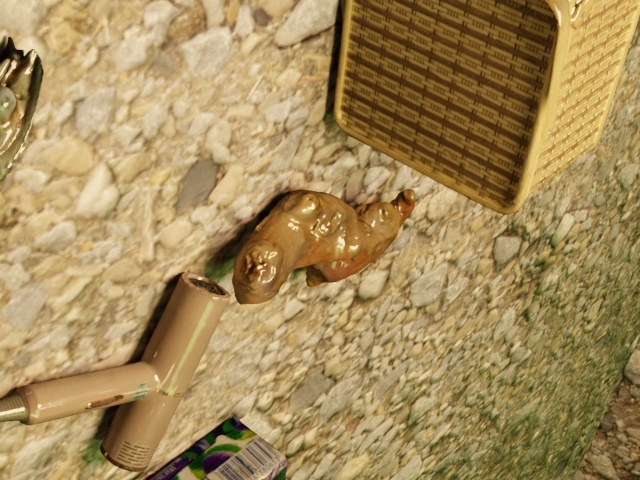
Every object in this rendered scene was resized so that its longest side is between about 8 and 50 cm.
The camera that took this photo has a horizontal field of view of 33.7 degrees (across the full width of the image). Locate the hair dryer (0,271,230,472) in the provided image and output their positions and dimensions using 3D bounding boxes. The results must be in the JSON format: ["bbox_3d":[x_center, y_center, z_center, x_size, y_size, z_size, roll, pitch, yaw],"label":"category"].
[{"bbox_3d":[-0.197,0.113,0.935,0.220,0.054,0.195,14,106,-52],"label":"hair dryer"}]

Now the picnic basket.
[{"bbox_3d":[0.148,-0.213,0.938,0.175,0.228,0.312,-34,145,-39],"label":"picnic basket"}]

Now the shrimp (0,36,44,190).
[{"bbox_3d":[-0.262,0.015,0.725,0.316,0.062,0.164,-62,170,-2],"label":"shrimp"}]

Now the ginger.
[{"bbox_3d":[0.001,-0.001,1.095,0.122,0.084,0.290,-47,162,29],"label":"ginger"}]

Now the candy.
[{"bbox_3d":[-0.170,0.301,1.106,0.312,0.088,0.061,-32,147,-37],"label":"candy"}]
